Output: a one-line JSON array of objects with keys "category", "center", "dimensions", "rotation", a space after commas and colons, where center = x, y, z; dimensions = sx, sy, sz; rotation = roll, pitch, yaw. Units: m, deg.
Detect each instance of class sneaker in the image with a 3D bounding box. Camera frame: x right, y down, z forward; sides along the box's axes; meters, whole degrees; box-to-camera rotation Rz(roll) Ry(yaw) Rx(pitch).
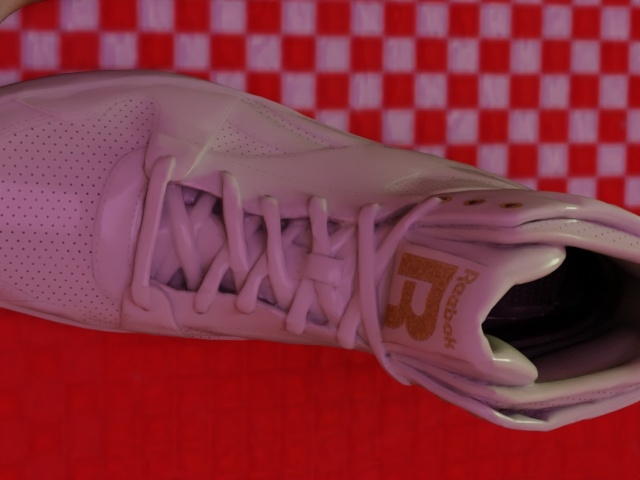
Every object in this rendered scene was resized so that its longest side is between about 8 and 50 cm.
[{"category": "sneaker", "center": [0.000, 0.000, 0.577], "dimensions": [0.293, 0.169, 0.108], "rotation": [6, 96, -22]}]

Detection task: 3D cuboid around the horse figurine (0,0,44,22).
[{"category": "horse figurine", "center": [-0.153, -0.103, 0.545], "dimensions": [0.263, 0.066, 0.174], "rotation": [-52, 132, -18]}]
